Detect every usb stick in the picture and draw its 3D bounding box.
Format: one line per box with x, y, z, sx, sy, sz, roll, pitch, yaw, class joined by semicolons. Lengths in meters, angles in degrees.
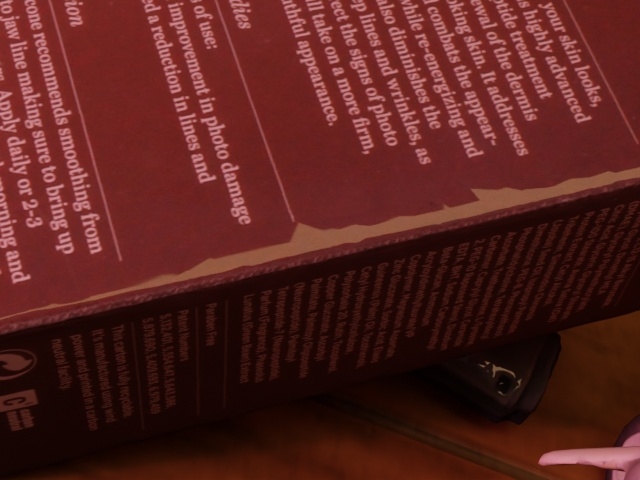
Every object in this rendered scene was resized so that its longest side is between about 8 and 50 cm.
0.000;0.000;0.716;0.278;0.045;0.077;33;43;-3;usb stick

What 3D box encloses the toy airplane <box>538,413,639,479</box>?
0.268;0.189;0.555;0.386;0.272;0.384;-27;71;-43;toy airplane

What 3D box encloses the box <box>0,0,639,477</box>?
0.012;-0.049;0.605;0.381;0.143;0.191;-13;61;-11;box
